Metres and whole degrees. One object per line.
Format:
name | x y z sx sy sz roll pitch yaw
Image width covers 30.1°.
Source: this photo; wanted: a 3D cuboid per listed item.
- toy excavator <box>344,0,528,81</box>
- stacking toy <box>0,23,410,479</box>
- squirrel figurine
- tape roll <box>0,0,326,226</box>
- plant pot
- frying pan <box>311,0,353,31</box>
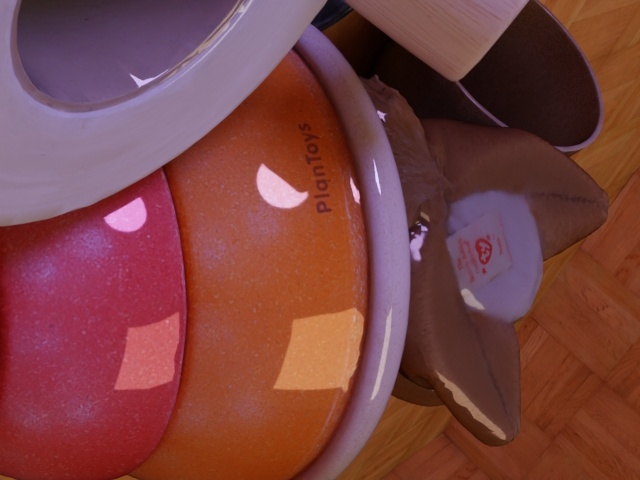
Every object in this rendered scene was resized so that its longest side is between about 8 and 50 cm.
toy excavator | 0.198 -0.310 0.707 0.445 0.222 0.433 -54 -178 18
stacking toy | -0.218 0.019 0.705 0.480 0.350 0.351 -4 137 -36
squirrel figurine | 0.000 0.000 1.140 0.397 0.370 0.281 35 66 -32
tape roll | -0.099 -0.142 0.517 0.286 0.100 0.286 -39 160 -18
plant pot | 0.128 -0.126 1.282 0.237 0.237 0.254 -25 167 -47
frying pan | -0.022 -0.205 1.015 0.326 0.053 0.197 -53 159 23
